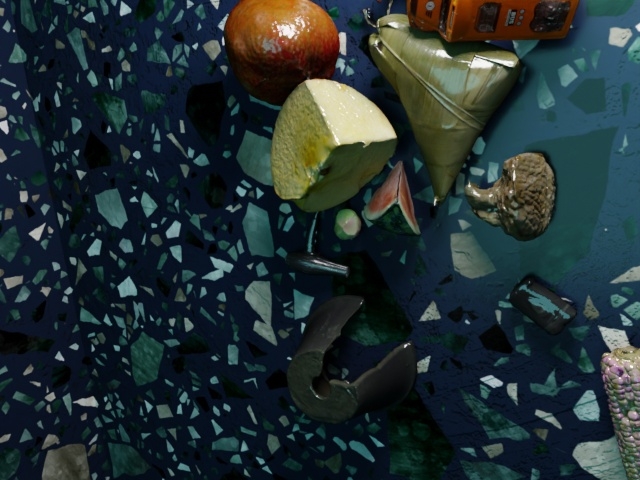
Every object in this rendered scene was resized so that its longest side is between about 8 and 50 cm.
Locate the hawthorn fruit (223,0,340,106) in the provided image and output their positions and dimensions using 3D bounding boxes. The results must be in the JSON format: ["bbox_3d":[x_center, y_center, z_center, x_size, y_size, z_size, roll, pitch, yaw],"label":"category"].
[{"bbox_3d":[-0.118,-0.531,1.361,0.284,0.285,0.368,-50,54,29],"label":"hawthorn fruit"}]

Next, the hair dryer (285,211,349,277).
[{"bbox_3d":[0.000,0.000,1.528,0.196,0.075,0.218,11,99,17],"label":"hair dryer"}]

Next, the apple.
[{"bbox_3d":[0.012,-0.226,1.349,0.314,0.252,0.309,29,144,-8],"label":"apple"}]

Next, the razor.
[{"bbox_3d":[0.538,0.159,1.256,0.148,0.054,0.090,40,117,17],"label":"razor"}]

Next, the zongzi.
[{"bbox_3d":[0.208,-0.353,1.259,0.447,0.181,0.417,32,116,22],"label":"zongzi"}]

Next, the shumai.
[{"bbox_3d":[0.441,-0.104,1.213,0.176,0.167,0.205,10,95,55],"label":"shumai"}]

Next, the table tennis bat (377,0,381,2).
[{"bbox_3d":[0.221,-0.701,1.198,0.310,0.038,0.200,-50,52,21],"label":"table tennis bat"}]

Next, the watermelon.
[{"bbox_3d":[0.176,-0.101,1.349,0.136,0.207,0.202,-15,77,5],"label":"watermelon"}]

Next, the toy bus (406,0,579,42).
[{"bbox_3d":[0.351,-0.497,1.075,0.330,0.153,0.142,0,141,1],"label":"toy bus"}]

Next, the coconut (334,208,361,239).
[{"bbox_3d":[0.077,-0.042,1.460,0.082,0.081,0.083,-42,61,-5],"label":"coconut"}]

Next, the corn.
[{"bbox_3d":[0.723,0.404,1.172,0.127,0.127,0.334,-8,98,31],"label":"corn"}]

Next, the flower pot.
[{"bbox_3d":[0.055,0.376,1.472,0.380,0.251,0.378,8,107,27],"label":"flower pot"}]
